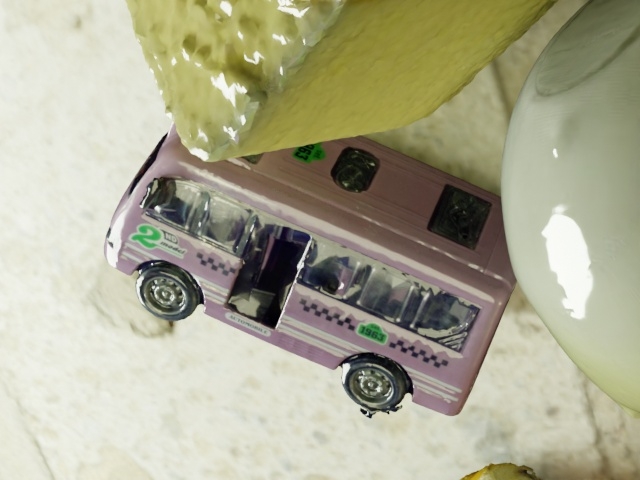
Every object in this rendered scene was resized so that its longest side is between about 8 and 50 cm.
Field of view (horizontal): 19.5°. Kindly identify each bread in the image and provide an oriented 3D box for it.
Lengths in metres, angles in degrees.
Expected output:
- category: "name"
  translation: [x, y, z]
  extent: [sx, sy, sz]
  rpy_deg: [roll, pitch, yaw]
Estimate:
- category: "bread"
  translation: [0.028, -0.206, 0.763]
  extent: [0.263, 0.198, 0.236]
  rpy_deg: [-48, 65, 40]

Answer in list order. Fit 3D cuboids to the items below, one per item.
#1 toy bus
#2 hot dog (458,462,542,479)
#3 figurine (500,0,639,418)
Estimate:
- category: "toy bus"
  translation: [0.000, 0.000, 0.921]
  extent: [0.199, 0.096, 0.108]
  rpy_deg: [24, 128, 3]
- category: "hot dog"
  translation: [0.038, 0.212, 1.093]
  extent: [0.083, 0.068, 0.289]
  rpy_deg: [25, 132, -28]
- category: "figurine"
  translation: [0.273, 0.015, 0.778]
  extent: [0.394, 0.226, 0.274]
  rpy_deg: [39, 104, -16]
